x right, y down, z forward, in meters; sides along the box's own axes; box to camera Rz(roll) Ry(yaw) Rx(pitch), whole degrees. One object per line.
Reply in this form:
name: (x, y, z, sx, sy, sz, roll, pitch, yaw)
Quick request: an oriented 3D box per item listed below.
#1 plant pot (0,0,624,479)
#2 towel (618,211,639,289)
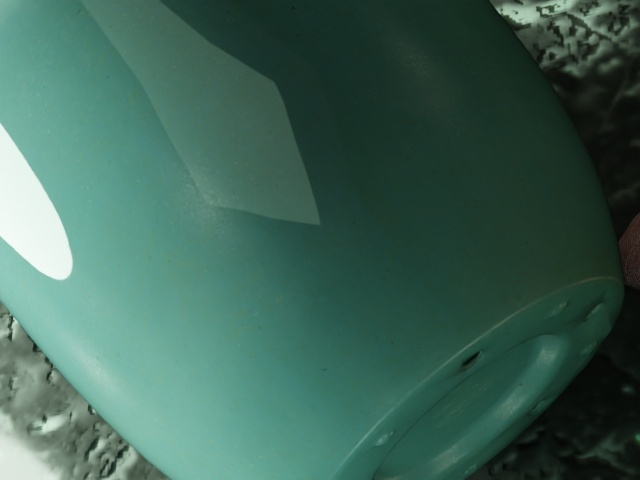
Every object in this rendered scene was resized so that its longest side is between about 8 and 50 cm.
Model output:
plant pot: (0.000, 0.000, 0.574, 0.293, 0.293, 0.235, -41, 64, 1)
towel: (0.270, -0.047, 0.478, 0.237, 0.037, 0.329, -45, 13, -4)
